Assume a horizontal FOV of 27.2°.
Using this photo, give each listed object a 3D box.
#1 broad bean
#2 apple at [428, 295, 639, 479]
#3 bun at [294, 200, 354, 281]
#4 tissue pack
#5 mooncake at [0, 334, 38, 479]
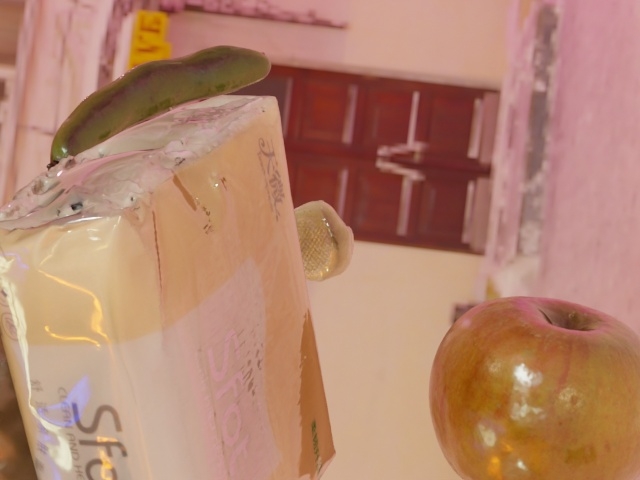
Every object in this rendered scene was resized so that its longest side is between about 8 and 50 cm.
[{"bbox_3d":[-0.136,-0.107,1.058,0.227,0.069,0.039,-37,-19,-29],"label":"broad bean"},{"bbox_3d":[0.169,0.126,0.996,0.182,0.182,0.155,-81,5,-74],"label":"apple"},{"bbox_3d":[0.000,0.000,1.370,0.055,0.086,0.086,-20,-58,-51],"label":"bun"},{"bbox_3d":[-0.067,0.055,0.642,0.186,0.090,0.222,-44,-49,-60],"label":"tissue pack"},{"bbox_3d":[-0.194,0.114,0.859,0.324,0.324,0.187,-80,-28,-78],"label":"mooncake"}]
